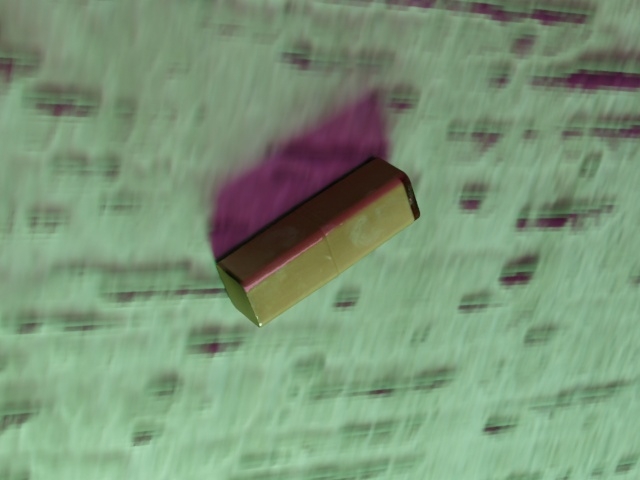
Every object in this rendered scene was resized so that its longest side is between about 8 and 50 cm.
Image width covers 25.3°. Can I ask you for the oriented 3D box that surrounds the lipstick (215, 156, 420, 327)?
[{"bbox_3d":[0.000,0.000,1.004,0.145,0.045,0.045,-35,130,-18],"label":"lipstick"}]
